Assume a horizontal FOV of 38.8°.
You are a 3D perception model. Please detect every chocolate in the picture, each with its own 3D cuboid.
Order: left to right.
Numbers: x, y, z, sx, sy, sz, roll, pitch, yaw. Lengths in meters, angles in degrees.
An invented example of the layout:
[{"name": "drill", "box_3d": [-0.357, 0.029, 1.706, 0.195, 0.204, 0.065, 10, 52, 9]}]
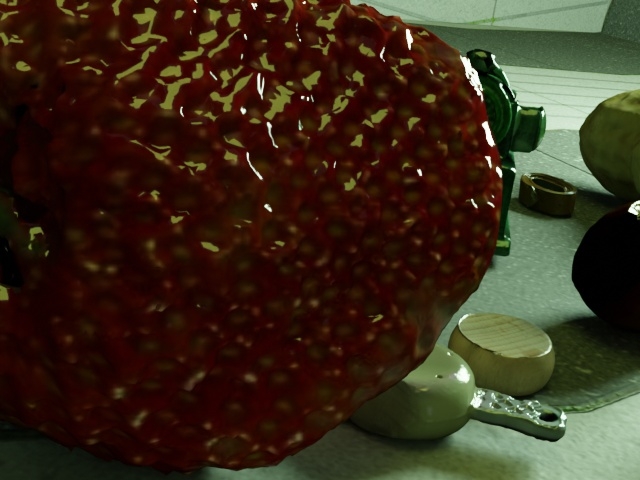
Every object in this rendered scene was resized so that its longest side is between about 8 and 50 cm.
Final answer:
[{"name": "chocolate", "box_3d": [0.308, 0.027, 0.825, 0.133, 0.124, 0.127, 22, -1, -18]}]

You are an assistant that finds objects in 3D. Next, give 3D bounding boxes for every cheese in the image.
[{"name": "cheese", "box_3d": [0.080, 0.107, 0.629, 0.171, 0.048, 0.092, 21, 25, 31]}]

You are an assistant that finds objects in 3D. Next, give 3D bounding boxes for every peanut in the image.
[{"name": "peanut", "box_3d": [0.461, -0.090, 1.129, 0.192, 0.170, 0.387, -4, 20, -17]}]

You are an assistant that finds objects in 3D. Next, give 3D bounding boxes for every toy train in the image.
[{"name": "toy train", "box_3d": [0.102, -0.107, 0.983, 0.265, 0.202, 0.145, 9, 21, 6]}]

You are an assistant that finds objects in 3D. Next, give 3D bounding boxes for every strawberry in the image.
[{"name": "strawberry", "box_3d": [-0.057, -0.019, 0.568, 0.351, 0.312, 0.267, -3, -2, -11]}]

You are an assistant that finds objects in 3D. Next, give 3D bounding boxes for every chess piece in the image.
[{"name": "chess piece", "box_3d": [0.142, 0.089, 0.716, 0.083, 0.038, 0.084, 9, 20, -3]}]

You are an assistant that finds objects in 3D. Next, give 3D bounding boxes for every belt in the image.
[{"name": "belt", "box_3d": [0.287, -0.058, 1.161, 0.059, 0.036, 0.083, -12, 27, -27]}]
